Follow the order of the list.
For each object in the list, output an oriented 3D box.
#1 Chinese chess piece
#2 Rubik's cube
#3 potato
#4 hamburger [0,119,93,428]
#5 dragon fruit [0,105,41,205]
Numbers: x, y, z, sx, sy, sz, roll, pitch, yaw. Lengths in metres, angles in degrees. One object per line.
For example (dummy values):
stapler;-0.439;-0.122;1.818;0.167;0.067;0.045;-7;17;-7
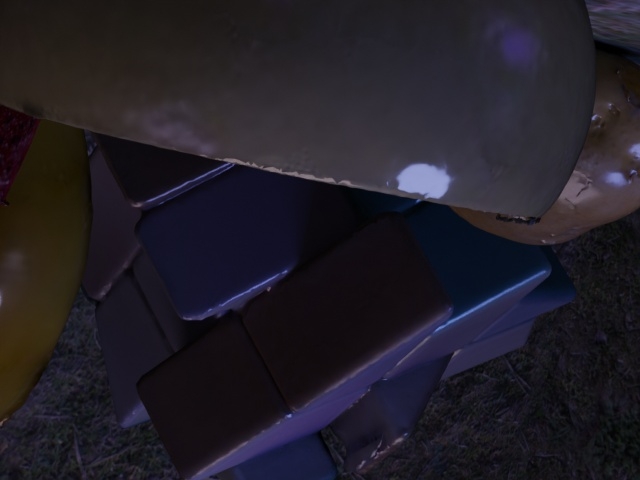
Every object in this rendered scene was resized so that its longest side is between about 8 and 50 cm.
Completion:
Chinese chess piece;-0.012;-0.079;0.728;0.250;0.097;0.251;13;-176;-1
Rubik's cube;0.000;0.000;1.433;0.387;0.358;0.368;-21;165;-36
potato;0.127;-0.057;1.004;0.109;0.118;0.178;-27;-175;-23
hamburger;-0.345;-0.024;1.055;0.395;0.396;0.277;14;-174;33
dragon fruit;-0.209;-0.120;0.797;0.161;0.126;0.274;22;171;8
